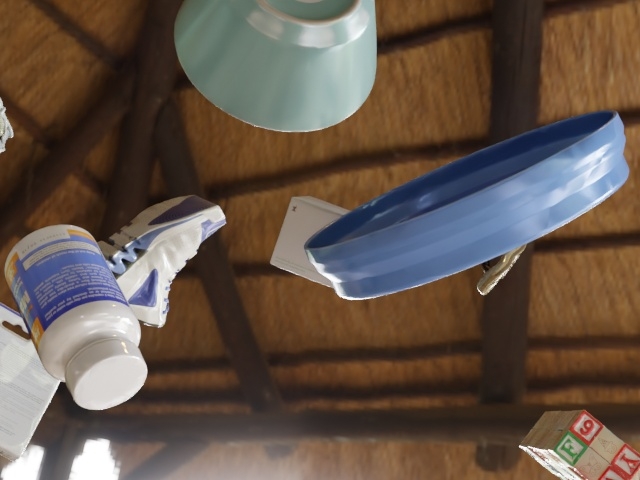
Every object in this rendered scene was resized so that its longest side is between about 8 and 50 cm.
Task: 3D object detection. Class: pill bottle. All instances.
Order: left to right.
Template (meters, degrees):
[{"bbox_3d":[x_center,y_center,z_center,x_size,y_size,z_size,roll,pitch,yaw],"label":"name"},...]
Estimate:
[{"bbox_3d":[-0.360,0.115,1.616,0.152,0.272,0.152,-20,-40,-18],"label":"pill bottle"}]

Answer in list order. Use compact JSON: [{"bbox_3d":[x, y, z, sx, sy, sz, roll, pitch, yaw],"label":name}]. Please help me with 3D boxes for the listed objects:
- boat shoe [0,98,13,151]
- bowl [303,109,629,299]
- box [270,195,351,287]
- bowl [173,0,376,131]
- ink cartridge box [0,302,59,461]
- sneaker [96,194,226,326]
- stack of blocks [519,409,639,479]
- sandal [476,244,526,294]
[{"bbox_3d":[-0.503,-0.171,1.589,0.118,0.103,0.320,56,2,-10],"label":"boat shoe"},{"bbox_3d":[0.172,-0.040,1.266,0.391,0.391,0.077,-19,-82,42],"label":"bowl"},{"bbox_3d":[0.000,0.000,1.509,0.101,0.102,0.087,21,7,11],"label":"box"},{"bbox_3d":[-0.046,-0.328,1.571,0.312,0.311,0.163,15,-32,-8],"label":"bowl"},{"bbox_3d":[-0.561,0.225,1.848,0.223,0.224,0.045,35,-34,-19],"label":"ink cartridge box"},{"bbox_3d":[-0.318,0.056,2.057,0.127,0.316,0.182,29,-35,54],"label":"sneaker"},{"bbox_3d":[0.465,0.383,1.894,0.171,0.087,0.297,39,-7,5],"label":"stack of blocks"},{"bbox_3d":[0.263,0.028,1.623,0.049,0.180,0.072,38,-61,10],"label":"sandal"}]
